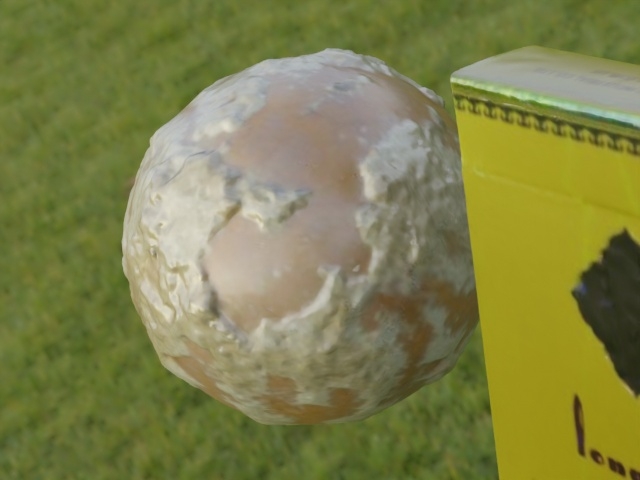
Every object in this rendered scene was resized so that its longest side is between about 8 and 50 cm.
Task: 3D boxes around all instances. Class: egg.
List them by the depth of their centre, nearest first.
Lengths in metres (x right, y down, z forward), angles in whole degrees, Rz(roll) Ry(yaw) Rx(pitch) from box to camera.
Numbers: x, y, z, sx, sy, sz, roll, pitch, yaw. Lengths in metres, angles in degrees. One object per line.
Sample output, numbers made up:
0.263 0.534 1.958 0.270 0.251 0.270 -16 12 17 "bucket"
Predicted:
0.000 0.000 0.995 0.203 0.203 0.245 -12 3 23 "egg"

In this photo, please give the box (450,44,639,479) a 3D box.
0.110 0.089 0.546 0.041 0.279 0.153 -18 22 -27 "box"
